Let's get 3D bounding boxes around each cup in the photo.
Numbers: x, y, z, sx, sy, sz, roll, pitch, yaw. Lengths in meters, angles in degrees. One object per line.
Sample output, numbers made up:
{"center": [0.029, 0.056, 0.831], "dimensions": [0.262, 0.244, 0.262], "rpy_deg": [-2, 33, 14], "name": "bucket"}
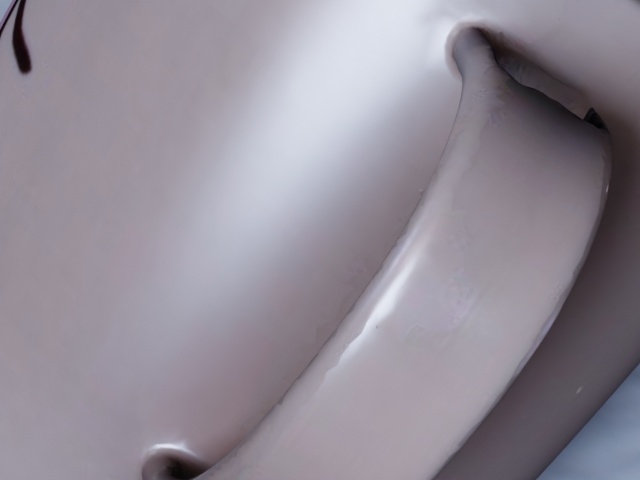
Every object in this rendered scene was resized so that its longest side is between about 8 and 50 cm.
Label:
{"center": [0.000, 0.000, 0.479], "dimensions": [0.191, 0.253, 0.200], "rpy_deg": [31, 106, -15], "name": "cup"}
